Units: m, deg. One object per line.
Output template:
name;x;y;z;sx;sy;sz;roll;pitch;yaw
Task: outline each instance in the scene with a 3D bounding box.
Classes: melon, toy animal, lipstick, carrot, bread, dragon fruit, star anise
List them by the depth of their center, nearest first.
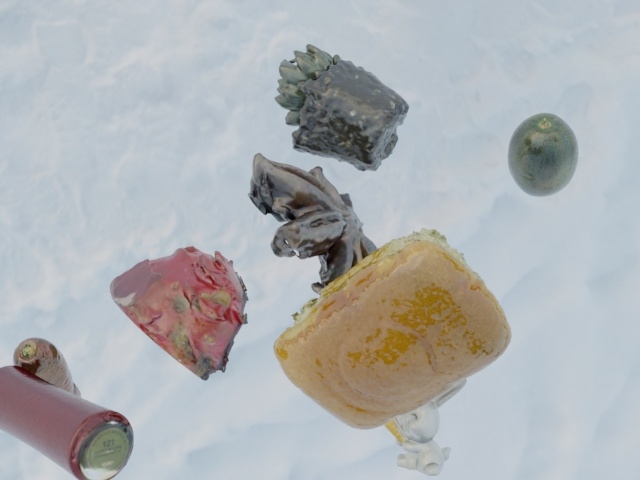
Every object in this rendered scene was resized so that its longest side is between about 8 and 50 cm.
bread;0.077;0.096;0.859;0.245;0.121;0.174;-34;117;28
lipstick;-0.305;0.202;0.896;0.080;0.241;0.080;-10;104;-45
star anise;-0.003;-0.003;1.036;0.110;0.198;0.257;-28;133;23
carrot;-0.366;0.198;1.095;0.059;0.059;0.248;-3;150;-4
dragon fruit;-0.215;0.091;1.194;0.189;0.261;0.163;9;109;-37
melon;0.366;-0.142;1.313;0.114;0.114;0.167;-15;144;3
toy animal;0.186;0.321;1.442;0.127;0.131;0.182;-2;92;-32

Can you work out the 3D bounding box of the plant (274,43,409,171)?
plant;0.021;-0.188;1.142;0.194;0.129;0.132;32;133;16
